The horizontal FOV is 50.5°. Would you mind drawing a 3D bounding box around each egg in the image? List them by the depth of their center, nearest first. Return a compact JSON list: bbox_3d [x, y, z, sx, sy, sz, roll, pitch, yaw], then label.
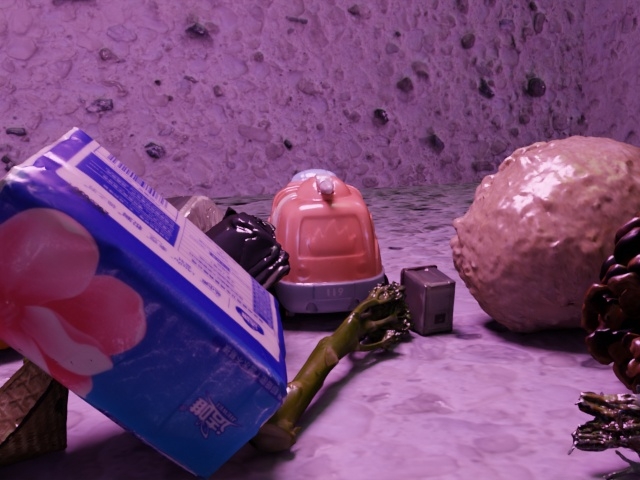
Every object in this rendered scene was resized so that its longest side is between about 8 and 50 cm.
[{"bbox_3d":[0.335,-0.009,0.908,0.310,0.279,0.279,-17,11,-6],"label":"egg"}]

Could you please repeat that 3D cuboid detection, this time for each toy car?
[{"bbox_3d":[0.000,0.000,1.038,0.180,0.213,0.270,-3,9,-7],"label":"toy car"}]

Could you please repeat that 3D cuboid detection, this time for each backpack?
[{"bbox_3d":[-0.140,0.048,0.905,0.206,0.133,0.258,-45,4,-8],"label":"backpack"}]

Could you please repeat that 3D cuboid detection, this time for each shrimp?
[{"bbox_3d":[0.286,0.165,0.541,0.174,0.076,0.082,5,51,12],"label":"shrimp"}]

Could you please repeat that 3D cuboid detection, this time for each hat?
[{"bbox_3d":[-0.247,0.162,0.590,0.146,0.067,0.146,-36,24,18],"label":"hat"}]

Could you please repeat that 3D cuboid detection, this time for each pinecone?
[{"bbox_3d":[0.381,0.061,0.659,0.224,0.224,0.272,7,37,42],"label":"pinecone"}]

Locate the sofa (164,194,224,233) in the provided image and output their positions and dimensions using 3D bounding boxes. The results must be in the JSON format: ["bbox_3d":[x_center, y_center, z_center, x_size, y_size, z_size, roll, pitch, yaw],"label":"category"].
[{"bbox_3d":[-0.266,0.051,1.118,0.210,0.176,0.225,-7,34,26],"label":"sofa"}]

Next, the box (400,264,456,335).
[{"bbox_3d":[0.147,0.083,0.927,0.060,0.085,0.063,-4,15,-21],"label":"box"}]

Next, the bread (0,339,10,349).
[{"bbox_3d":[-0.444,0.067,0.915,0.268,0.146,0.268,-2,6,0],"label":"bread"}]

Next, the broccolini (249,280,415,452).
[{"bbox_3d":[0.035,0.136,0.755,0.073,0.079,0.392,13,21,17],"label":"broccolini"}]

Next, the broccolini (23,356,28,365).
[{"bbox_3d":[-0.231,0.138,0.758,0.238,0.054,0.051,0,23,20],"label":"broccolini"}]

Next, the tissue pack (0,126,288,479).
[{"bbox_3d":[-0.163,0.048,0.582,0.137,0.269,0.209,-44,19,11],"label":"tissue pack"}]
